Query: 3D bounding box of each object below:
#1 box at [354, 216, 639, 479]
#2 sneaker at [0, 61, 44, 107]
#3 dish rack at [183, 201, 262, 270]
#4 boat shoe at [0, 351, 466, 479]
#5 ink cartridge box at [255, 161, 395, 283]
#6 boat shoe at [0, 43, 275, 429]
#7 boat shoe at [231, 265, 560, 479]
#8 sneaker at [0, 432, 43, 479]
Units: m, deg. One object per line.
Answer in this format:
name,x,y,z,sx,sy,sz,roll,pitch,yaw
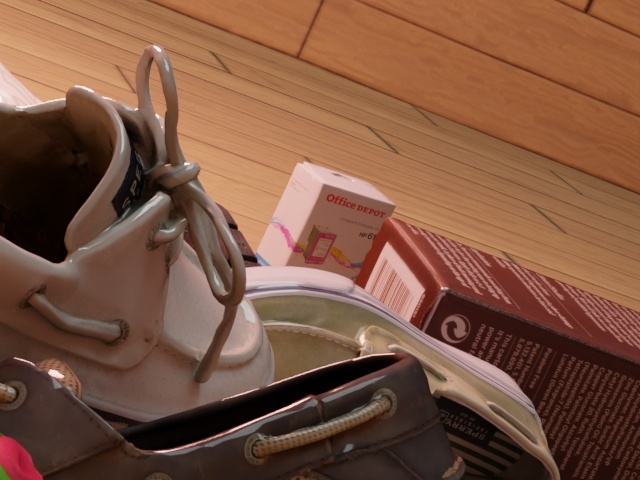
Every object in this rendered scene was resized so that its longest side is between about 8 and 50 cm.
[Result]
box,0.214,0.126,1.405,0.381,0.143,0.191,19,13,-16
sneaker,-0.270,-0.086,1.468,0.118,0.110,0.292,22,18,-49
dish rack,-0.160,0.013,1.263,0.272,0.074,0.208,14,23,-30
boat shoe,-0.111,0.108,0.655,0.355,0.130,0.132,-6,0,-22
ink cartridge box,0.000,0.000,1.543,0.089,0.122,0.052,15,15,-37
boat shoe,-0.105,-0.011,0.726,0.367,0.156,0.136,26,29,-50
boat shoe,0.042,0.100,1.131,0.302,0.109,0.094,20,15,-30
sneaker,-0.121,0.199,0.445,0.483,0.202,0.185,53,-2,35
